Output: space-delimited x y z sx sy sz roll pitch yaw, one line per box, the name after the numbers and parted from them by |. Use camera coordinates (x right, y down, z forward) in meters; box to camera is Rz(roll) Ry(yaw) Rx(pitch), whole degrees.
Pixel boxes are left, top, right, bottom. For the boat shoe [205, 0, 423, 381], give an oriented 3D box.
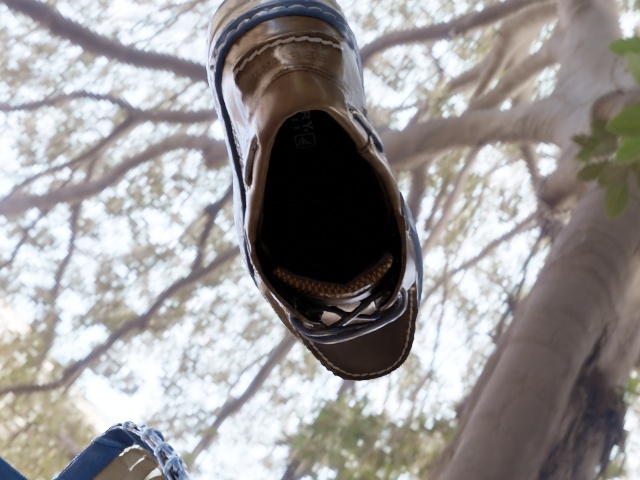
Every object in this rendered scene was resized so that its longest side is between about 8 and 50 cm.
0.000 0.000 0.467 0.066 0.066 0.183 -17 -44 4 | boat shoe

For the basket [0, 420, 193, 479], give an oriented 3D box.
-0.168 0.202 0.851 0.289 0.201 0.255 49 -9 -15 | basket
